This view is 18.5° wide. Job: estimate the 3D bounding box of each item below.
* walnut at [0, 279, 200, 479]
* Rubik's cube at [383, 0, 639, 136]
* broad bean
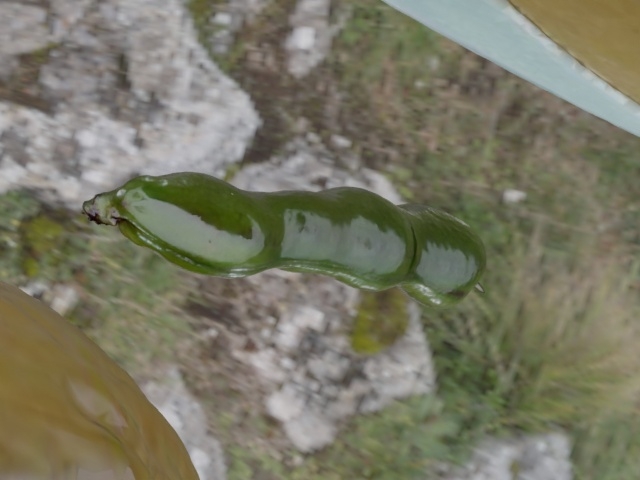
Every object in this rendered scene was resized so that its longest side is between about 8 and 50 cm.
[{"bbox_3d":[-0.197,0.159,0.879,0.332,0.333,0.333,-5,100,-26],"label":"walnut"},{"bbox_3d":[0.155,-0.259,0.666,0.352,0.347,0.352,24,69,-5],"label":"Rubik's cube"},{"bbox_3d":[0.001,0.000,0.896,0.256,0.052,0.052,7,78,-48],"label":"broad bean"}]
